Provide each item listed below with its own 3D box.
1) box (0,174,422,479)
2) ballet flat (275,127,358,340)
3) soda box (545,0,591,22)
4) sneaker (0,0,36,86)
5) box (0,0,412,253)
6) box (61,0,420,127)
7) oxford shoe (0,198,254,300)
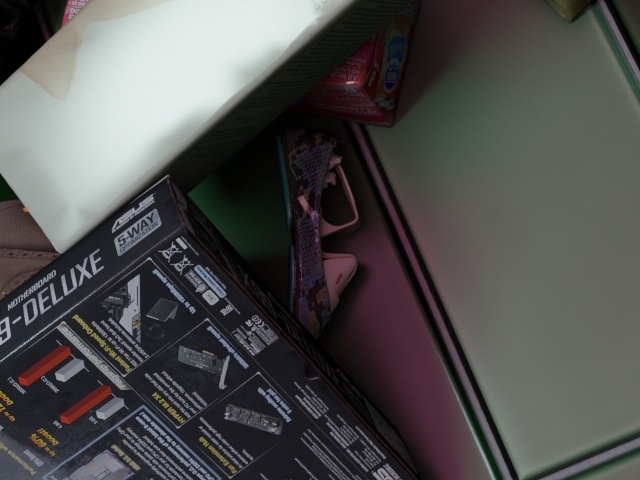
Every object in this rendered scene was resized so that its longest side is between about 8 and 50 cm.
[{"bbox_3d":[-0.105,0.141,0.890,0.242,0.307,0.076,-37,32,7],"label":"box"},{"bbox_3d":[0.000,0.000,1.000,0.070,0.070,0.188,-5,83,13],"label":"ballet flat"},{"bbox_3d":[0.155,-0.260,1.003,0.058,0.061,0.181,-44,73,3],"label":"soda box"},{"bbox_3d":[-0.297,-0.146,1.066,0.124,0.107,0.283,42,101,34],"label":"sneaker"},{"bbox_3d":[-0.079,-0.134,0.866,0.311,0.148,0.121,-38,86,18],"label":"box"},{"bbox_3d":[-0.061,-0.181,1.010,0.257,0.128,0.122,11,83,15],"label":"box"},{"bbox_3d":[-0.219,0.024,1.018,0.364,0.130,0.133,-3,73,13],"label":"oxford shoe"}]
